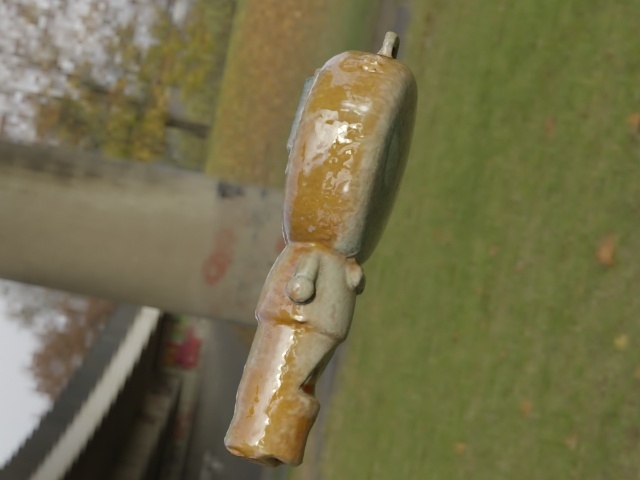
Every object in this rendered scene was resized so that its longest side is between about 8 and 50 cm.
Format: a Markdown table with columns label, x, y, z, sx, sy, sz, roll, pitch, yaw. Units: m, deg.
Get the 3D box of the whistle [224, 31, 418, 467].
| label | x | y | z | sx | sy | sz | roll | pitch | yaw |
| --- | --- | --- | --- | --- | --- | --- | --- | --- | --- |
| whistle | 0.000 | 0.000 | 0.762 | 0.107 | 0.057 | 0.220 | 64 | -139 | -76 |
